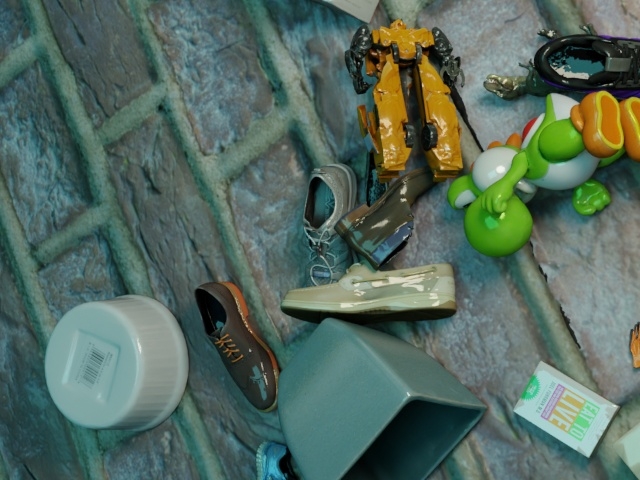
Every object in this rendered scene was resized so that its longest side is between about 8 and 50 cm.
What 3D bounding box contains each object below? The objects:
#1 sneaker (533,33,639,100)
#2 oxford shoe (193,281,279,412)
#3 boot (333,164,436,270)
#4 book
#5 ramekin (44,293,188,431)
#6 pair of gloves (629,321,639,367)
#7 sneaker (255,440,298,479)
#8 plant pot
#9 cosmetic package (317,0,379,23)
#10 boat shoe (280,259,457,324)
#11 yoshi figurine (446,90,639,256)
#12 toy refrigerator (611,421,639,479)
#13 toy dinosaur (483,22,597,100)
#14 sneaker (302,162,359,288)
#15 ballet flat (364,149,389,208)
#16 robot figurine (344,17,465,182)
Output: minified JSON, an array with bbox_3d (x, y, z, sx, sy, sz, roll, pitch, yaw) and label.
[{"bbox_3d":[0.467,-0.261,1.659,0.293,0.146,0.102,5,95,19],"label":"sneaker"},{"bbox_3d":[-0.164,0.201,2.033,0.097,0.098,0.271,-37,70,21],"label":"oxford shoe"},{"bbox_3d":[0.141,-0.040,1.869,0.219,0.082,0.106,-34,73,-11],"label":"boot"},{"bbox_3d":[0.398,0.273,1.767,0.144,0.035,0.096,30,97,28],"label":"book"},{"bbox_3d":[-0.409,0.243,2.143,0.277,0.135,0.277,-2,85,28],"label":"ramekin"},{"bbox_3d":[0.528,0.164,1.713,0.083,0.010,0.074,-2,84,25],"label":"pair of gloves"},{"bbox_3d":[-0.079,0.450,1.992,0.073,0.063,0.162,-3,85,25],"label":"sneaker"},{"bbox_3d":[0.071,0.270,1.830,0.248,0.247,0.252,-52,54,16],"label":"plant pot"},{"bbox_3d":[0.052,-0.611,1.941,0.217,0.156,0.385,27,100,29],"label":"cosmetic package"},{"bbox_3d":[0.081,0.087,1.881,0.302,0.109,0.098,-3,72,7],"label":"boat shoe"},{"bbox_3d":[0.350,-0.083,1.717,0.203,0.203,0.362,48,138,-12],"label":"yoshi figurine"},{"bbox_3d":[0.577,0.257,1.629,0.269,0.102,0.094,-45,68,18],"label":"toy refrigerator"},{"bbox_3d":[0.405,-0.290,1.787,0.268,0.064,0.118,1,89,23],"label":"toy dinosaur"},{"bbox_3d":[0.000,0.000,1.948,0.105,0.115,0.281,-2,88,29],"label":"sneaker"},{"bbox_3d":[0.097,-0.087,1.940,0.057,0.049,0.173,-6,84,27],"label":"ballet flat"},{"bbox_3d":[0.145,-0.243,1.860,0.085,0.211,0.291,123,143,-63],"label":"robot figurine"}]
